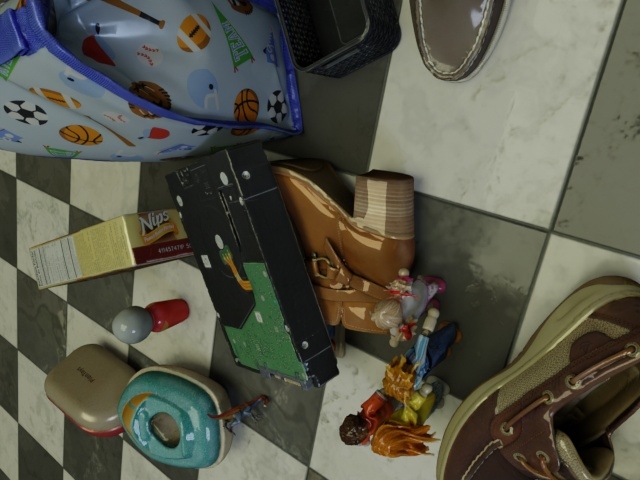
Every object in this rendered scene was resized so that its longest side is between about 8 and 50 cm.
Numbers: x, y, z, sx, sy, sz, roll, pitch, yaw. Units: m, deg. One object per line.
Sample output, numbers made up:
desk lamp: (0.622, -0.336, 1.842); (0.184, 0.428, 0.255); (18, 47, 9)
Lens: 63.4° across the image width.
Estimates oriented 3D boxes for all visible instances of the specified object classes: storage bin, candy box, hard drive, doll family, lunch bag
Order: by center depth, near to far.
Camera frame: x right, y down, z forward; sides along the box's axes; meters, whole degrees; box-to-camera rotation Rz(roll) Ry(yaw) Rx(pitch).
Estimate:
doll family: (0.113, 0.169, 0.633); (0.119, 0.163, 0.262); (23, 112, 31)
storage bin: (0.014, -0.315, 0.665); (0.122, 0.084, 0.180); (-16, 90, 37)
lunch bag: (-0.270, -0.228, 0.700); (0.328, 0.386, 0.238); (-5, 96, 38)
hard drive: (-0.106, 0.040, 0.762); (0.237, 0.064, 0.338); (-5, 106, 56)
candy box: (-0.354, 0.013, 0.932); (0.317, 0.183, 0.087); (-13, 90, 37)

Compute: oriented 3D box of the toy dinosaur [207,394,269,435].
toy dinosaur: (-0.130, 0.292, 0.887); (0.090, 0.082, 0.047); (42, 159, -16)

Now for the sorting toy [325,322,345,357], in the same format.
sorting toy: (0.009, 0.162, 0.802); (0.062, 0.012, 0.083); (8, 103, 35)

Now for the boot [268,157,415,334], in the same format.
boot: (0.000, 0.000, 0.736); (0.284, 0.109, 0.219); (13, 110, 26)

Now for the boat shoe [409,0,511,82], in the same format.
boat shoe: (0.145, -0.319, 0.524); (0.117, 0.096, 0.324); (14, 121, 19)

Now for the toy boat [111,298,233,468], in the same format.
toy boat: (-0.295, 0.267, 0.953); (0.268, 0.148, 0.317); (-4, 95, 32)

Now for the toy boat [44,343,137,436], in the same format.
toy boat: (-0.475, 0.341, 1.130); (0.231, 0.151, 0.151); (22, 141, 32)

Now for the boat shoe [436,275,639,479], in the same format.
boat shoe: (0.244, 0.201, 0.547); (0.341, 0.123, 0.123); (-58, 22, 23)
